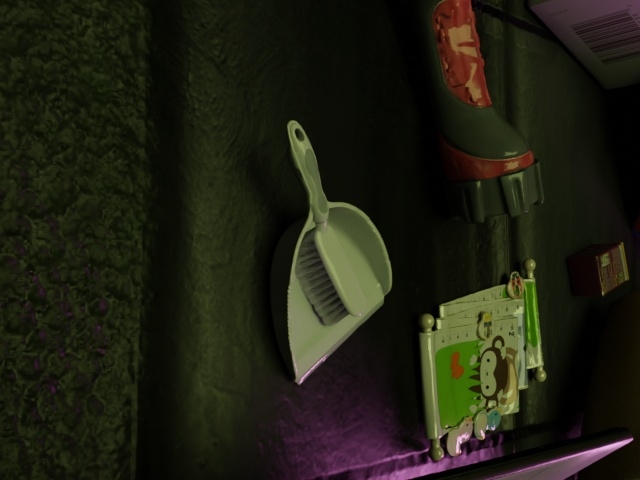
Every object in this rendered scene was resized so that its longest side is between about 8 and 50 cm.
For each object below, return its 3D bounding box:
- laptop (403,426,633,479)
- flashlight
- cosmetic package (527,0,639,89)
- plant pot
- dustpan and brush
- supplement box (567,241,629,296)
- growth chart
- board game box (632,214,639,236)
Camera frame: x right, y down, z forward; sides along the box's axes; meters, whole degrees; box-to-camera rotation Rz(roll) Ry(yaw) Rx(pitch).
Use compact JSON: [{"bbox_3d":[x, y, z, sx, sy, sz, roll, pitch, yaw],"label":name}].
[{"bbox_3d":[0.040,0.349,0.541,0.382,0.408,0.236,4,50,-44],"label":"laptop"},{"bbox_3d":[0.152,-0.174,0.766,0.103,0.103,0.304,-15,104,-9],"label":"flashlight"},{"bbox_3d":[0.435,-0.468,1.029,0.230,0.161,0.453,27,68,-39],"label":"cosmetic package"},{"bbox_3d":[0.439,0.200,0.955,0.237,0.237,0.254,32,51,-37],"label":"plant pot"},{"bbox_3d":[0.000,0.000,0.641,0.147,0.060,0.211,-39,113,-39],"label":"dustpan and brush"},{"bbox_3d":[0.369,0.038,1.003,0.083,0.043,0.055,-17,99,-44],"label":"supplement box"},{"bbox_3d":[0.182,0.130,0.834,0.237,0.021,0.172,-18,100,-43],"label":"growth chart"},{"bbox_3d":[0.600,-0.177,1.101,0.302,0.086,0.308,-40,150,-38],"label":"board game box"}]
